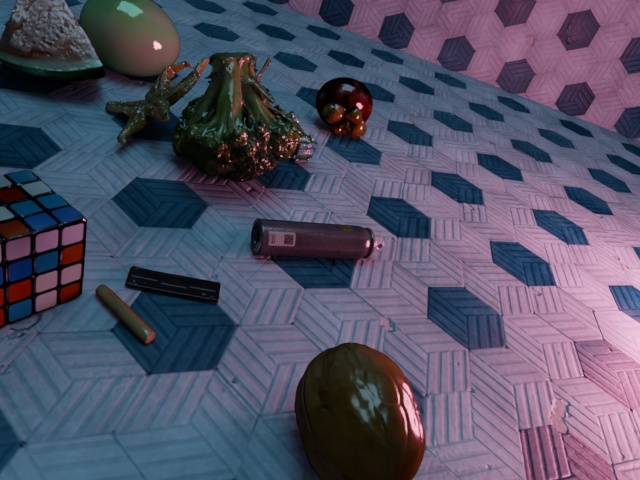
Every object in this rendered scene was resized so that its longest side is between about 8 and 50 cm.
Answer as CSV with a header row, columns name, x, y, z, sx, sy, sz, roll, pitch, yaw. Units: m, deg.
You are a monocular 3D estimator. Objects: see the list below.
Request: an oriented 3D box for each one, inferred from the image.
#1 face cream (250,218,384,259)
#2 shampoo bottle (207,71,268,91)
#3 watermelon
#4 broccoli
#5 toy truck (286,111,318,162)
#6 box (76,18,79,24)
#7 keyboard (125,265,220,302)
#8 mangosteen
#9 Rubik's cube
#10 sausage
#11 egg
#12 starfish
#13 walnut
name,x,y,z,sx,sy,sz,roll,pitch,yaw
face cream,0.000,0.000,1.103,0.284,0.073,0.073,4,37,-25
shampoo bottle,-0.255,-0.472,1.661,0.183,0.050,0.087,18,36,-4
watermelon,-0.713,-0.504,1.345,0.222,0.319,0.292,-34,15,-20
broccoli,-0.178,-0.274,1.216,0.304,0.283,0.321,-12,27,-26
toy truck,-0.083,-0.281,1.447,0.067,0.081,0.175,-9,49,-38
box,-0.699,-0.587,1.555,0.035,0.079,0.083,-14,46,-39
keyboard,-0.249,0.075,0.916,0.155,0.010,0.053,13,33,-12
mangosteen,0.075,-0.404,1.658,0.200,0.199,0.199,15,34,-10
Rubik's cube,-0.449,0.010,0.767,0.151,0.155,0.154,36,35,21
sausage,-0.302,0.110,0.825,0.132,0.024,0.024,37,36,21
egg,-0.527,-0.574,1.501,0.270,0.220,0.220,18,32,-22
starfish,-0.388,-0.324,1.277,0.299,0.060,0.302,-18,42,11
walnut,0.048,0.232,0.711,0.168,0.167,0.207,2,46,-27
